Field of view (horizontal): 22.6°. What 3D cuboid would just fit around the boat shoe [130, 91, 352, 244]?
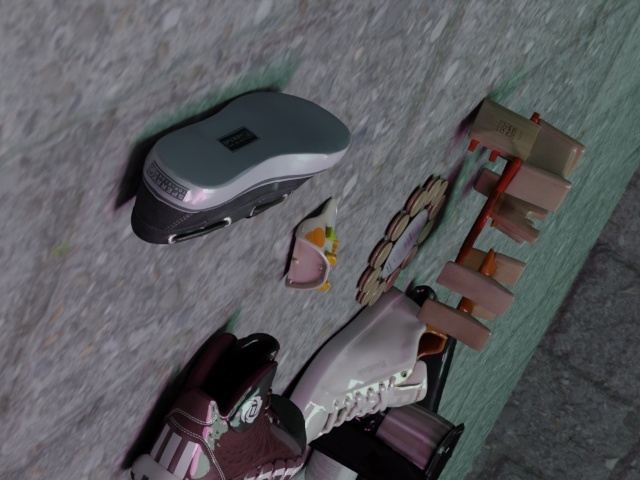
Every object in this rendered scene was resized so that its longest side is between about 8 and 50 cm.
[{"bbox_3d":[-0.059,-0.046,1.165,0.228,0.080,0.076,-32,158,-57],"label":"boat shoe"}]

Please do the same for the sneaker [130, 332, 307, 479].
[{"bbox_3d":[-0.062,0.155,1.540,0.163,0.106,0.281,-65,164,17],"label":"sneaker"}]

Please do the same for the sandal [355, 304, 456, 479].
[{"bbox_3d":[0.109,0.289,2.421,0.167,0.107,0.446,-50,157,-68],"label":"sandal"}]

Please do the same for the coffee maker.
[{"bbox_3d":[0.065,0.261,2.033,0.171,0.178,0.120,-59,165,-1],"label":"coffee maker"}]

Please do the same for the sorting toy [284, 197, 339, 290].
[{"bbox_3d":[0.000,0.000,1.555,0.083,0.044,0.075,104,4,-53],"label":"sorting toy"}]

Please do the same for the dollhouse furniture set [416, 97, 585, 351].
[{"bbox_3d":[0.210,-0.044,1.976,0.262,0.135,0.259,-63,178,-41],"label":"dollhouse furniture set"}]

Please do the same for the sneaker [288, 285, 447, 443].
[{"bbox_3d":[0.057,0.170,1.930,0.290,0.123,0.106,-44,163,-37],"label":"sneaker"}]

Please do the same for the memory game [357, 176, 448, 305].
[{"bbox_3d":[0.098,0.001,1.923,0.186,0.012,0.186,-52,166,-19],"label":"memory game"}]

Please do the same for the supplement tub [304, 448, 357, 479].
[{"bbox_3d":[0.025,0.294,2.191,0.071,0.071,0.107,-40,159,-50],"label":"supplement tub"}]

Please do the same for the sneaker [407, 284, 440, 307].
[{"bbox_3d":[0.100,0.129,2.130,0.178,0.072,0.077,-59,156,-24],"label":"sneaker"}]
